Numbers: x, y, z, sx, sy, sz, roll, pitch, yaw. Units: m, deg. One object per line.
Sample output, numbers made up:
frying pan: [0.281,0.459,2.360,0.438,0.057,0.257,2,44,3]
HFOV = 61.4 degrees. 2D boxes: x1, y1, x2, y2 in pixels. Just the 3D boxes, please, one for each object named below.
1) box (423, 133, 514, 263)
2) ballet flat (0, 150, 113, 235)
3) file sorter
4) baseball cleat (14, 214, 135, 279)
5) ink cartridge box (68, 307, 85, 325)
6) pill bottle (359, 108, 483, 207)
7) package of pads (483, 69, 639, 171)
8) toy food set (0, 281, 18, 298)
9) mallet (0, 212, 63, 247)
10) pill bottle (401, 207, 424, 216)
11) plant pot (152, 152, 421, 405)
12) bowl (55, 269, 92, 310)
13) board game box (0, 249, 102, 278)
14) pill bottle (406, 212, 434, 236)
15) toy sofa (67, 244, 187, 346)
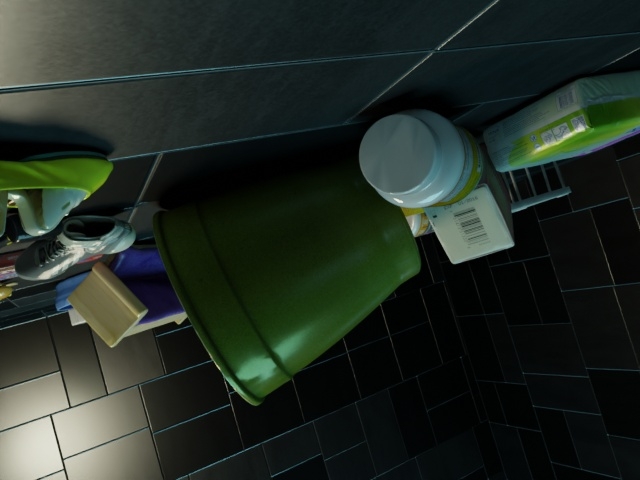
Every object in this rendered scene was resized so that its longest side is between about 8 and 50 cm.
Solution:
box: [0.298,-0.088,1.080,0.127,0.148,0.232,-20,-154,27]
ballet flat: [-0.277,-0.040,0.478,0.077,0.077,0.231,-19,176,26]
file sorter: [0.503,-0.159,1.489,0.278,0.172,0.193,-15,175,-32]
baseball cleat: [-0.397,0.002,0.834,0.206,0.072,0.109,-21,163,2]
ink cartridge box: [-0.670,0.210,1.605,0.123,0.052,0.088,-17,176,-5]
pill bottle: [0.147,-0.115,0.780,0.137,0.136,0.246,-18,176,26]
package of pads: [0.481,-0.220,0.997,0.297,0.101,0.229,-14,175,-28]
toy food set: [-0.745,0.120,1.170,0.133,0.038,0.192,-16,177,-12]
mallet: [-0.416,-0.008,0.751,0.062,0.039,0.190,-17,-178,-41]
pill bottle: [0.177,-0.108,1.220,0.209,0.117,0.118,-15,176,-25]
plant pot: [-0.034,0.031,0.931,0.353,0.366,0.366,-28,177,-3]
bowl: [-0.590,0.120,1.619,0.392,0.077,0.391,-17,177,-1]
board game box: [-0.541,0.042,0.989,0.282,0.027,0.145,-14,175,-32]
pill bottle: [0.340,-0.108,1.644,0.279,0.162,0.162,-14,176,-28]
toy sofa: [-0.395,0.114,1.280,0.177,0.150,0.362,-45,173,6]
